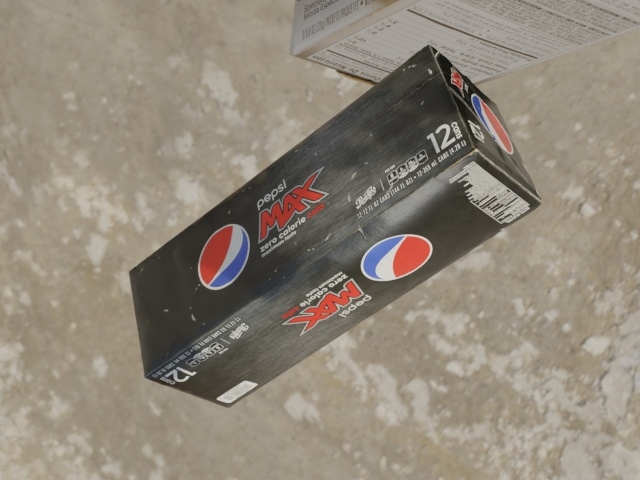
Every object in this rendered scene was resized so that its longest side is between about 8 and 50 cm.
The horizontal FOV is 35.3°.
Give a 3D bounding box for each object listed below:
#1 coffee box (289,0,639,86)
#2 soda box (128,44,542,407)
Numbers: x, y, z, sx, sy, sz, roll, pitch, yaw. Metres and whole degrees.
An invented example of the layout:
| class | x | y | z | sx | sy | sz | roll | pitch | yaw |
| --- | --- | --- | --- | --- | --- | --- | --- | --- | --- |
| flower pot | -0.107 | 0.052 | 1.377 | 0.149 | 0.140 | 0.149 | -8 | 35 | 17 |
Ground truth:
| class | x | y | z | sx | sy | sz | roll | pitch | yaw |
| --- | --- | --- | --- | --- | --- | --- | --- | --- | --- |
| coffee box | 0.091 | -0.165 | 0.460 | 0.246 | 0.098 | 0.141 | -9 | 71 | 60 |
| soda box | 0.000 | 0.000 | 0.409 | 0.169 | 0.053 | 0.060 | -34 | 49 | 23 |
